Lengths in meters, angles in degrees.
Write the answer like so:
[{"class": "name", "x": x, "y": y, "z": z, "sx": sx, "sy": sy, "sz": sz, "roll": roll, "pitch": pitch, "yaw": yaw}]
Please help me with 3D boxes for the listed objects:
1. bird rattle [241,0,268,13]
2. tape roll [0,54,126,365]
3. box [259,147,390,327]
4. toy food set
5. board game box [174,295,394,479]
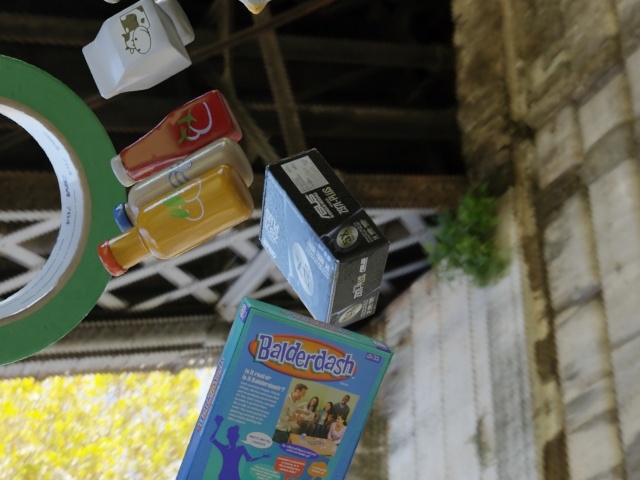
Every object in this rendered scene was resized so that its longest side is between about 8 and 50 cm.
[{"class": "bird rattle", "x": -0.095, "y": -0.406, "z": 1.426, "sx": 0.207, "sy": 0.143, "sz": 0.253, "roll": 40, "pitch": -86, "yaw": -24}, {"class": "tape roll", "x": -0.362, "y": -0.031, "z": 1.165, "sx": 0.321, "sy": 0.077, "sz": 0.322, "roll": -2, "pitch": -85, "yaw": -31}, {"class": "box", "x": 0.000, "y": 0.000, "z": 1.442, "sx": 0.077, "sy": 0.147, "sz": 0.180, "roll": -22, "pitch": -123, "yaw": -23}, {"class": "toy food set", "x": -0.127, "y": -0.090, "z": 0.793, "sx": 0.104, "sy": 0.111, "sz": 0.232, "roll": -27, "pitch": -106, "yaw": 8}, {"class": "board game box", "x": -0.038, "y": 0.180, "z": 1.143, "sx": 0.160, "sy": 0.047, "sz": 0.210, "roll": 20, "pitch": -84, "yaw": -15}]
